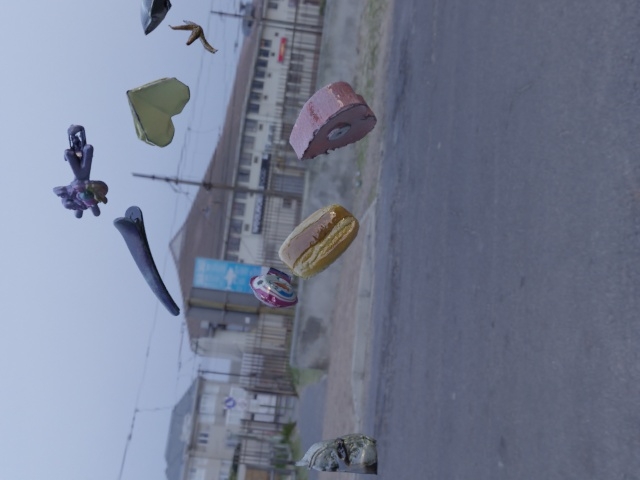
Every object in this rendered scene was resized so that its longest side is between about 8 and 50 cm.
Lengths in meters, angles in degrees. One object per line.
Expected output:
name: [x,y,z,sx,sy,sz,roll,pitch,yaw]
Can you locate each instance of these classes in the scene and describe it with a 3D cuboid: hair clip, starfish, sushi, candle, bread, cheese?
hair clip: [-0.384,0.061,1.348,0.083,0.048,0.275,-82,-24,-68]
starfish: [-0.337,-0.557,1.590,0.041,0.133,0.130,-44,56,28]
sushi: [0.057,0.680,1.947,0.134,0.273,0.109,102,172,-84]
candle: [0.025,-0.379,1.942,0.131,0.287,0.317,58,-161,14]
hair clip: [-0.636,-0.160,1.585,0.090,0.137,0.278,-126,34,-46]
bread: [0.000,0.000,1.644,0.236,0.140,0.106,-43,-7,-11]
cheese: [-0.131,0.134,1.769,0.062,0.155,0.244,-63,4,18]

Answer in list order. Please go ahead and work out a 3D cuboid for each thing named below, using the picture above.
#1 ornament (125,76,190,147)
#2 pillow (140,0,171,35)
ornament: [-0.470,-0.378,1.692,0.059,0.180,0.201,16,82,44]
pillow: [-0.323,-0.462,1.172,0.136,0.055,0.091,180,83,-67]
